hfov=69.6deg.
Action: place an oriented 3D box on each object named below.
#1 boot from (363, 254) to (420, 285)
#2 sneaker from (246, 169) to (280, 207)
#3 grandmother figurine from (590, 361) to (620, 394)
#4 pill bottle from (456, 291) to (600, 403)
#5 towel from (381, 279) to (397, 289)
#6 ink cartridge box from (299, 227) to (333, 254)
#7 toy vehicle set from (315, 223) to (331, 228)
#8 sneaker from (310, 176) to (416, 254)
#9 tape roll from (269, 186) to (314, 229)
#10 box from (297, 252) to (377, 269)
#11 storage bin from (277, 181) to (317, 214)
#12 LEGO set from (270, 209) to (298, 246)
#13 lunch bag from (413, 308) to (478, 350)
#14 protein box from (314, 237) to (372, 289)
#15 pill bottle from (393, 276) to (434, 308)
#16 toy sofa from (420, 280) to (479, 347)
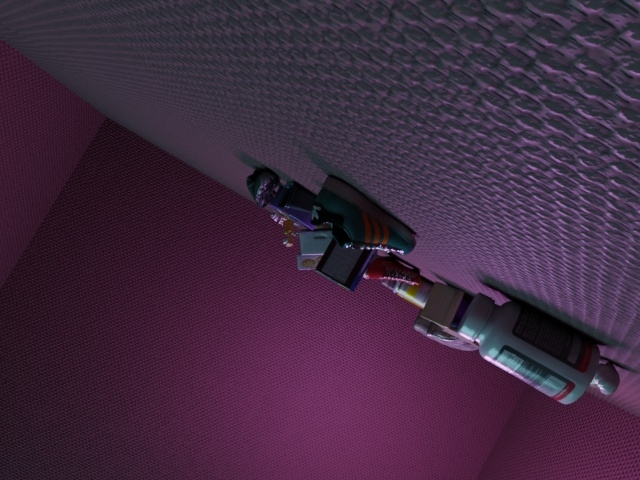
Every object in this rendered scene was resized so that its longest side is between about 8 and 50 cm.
[{"bbox_3d":[0.278,0.124,1.748,0.176,0.089,0.244,26,-162,35],"label":"boot"},{"bbox_3d":[-0.206,-0.183,1.529,0.106,0.101,0.267,50,166,2],"label":"sneaker"},{"bbox_3d":[0.764,0.369,1.440,0.207,0.104,0.342,22,-176,-27],"label":"grandmother figurine"},{"bbox_3d":[0.535,0.271,1.216,0.318,0.176,0.176,29,177,14],"label":"pill bottle"},{"bbox_3d":[0.307,0.151,2.002,0.023,0.113,0.152,12,168,31],"label":"towel"},{"bbox_3d":[0.000,0.000,1.814,0.160,0.093,0.219,-3,-175,1],"label":"ink cartridge box"},{"bbox_3d":[0.022,-0.049,2.160,0.266,0.035,0.166,27,175,45],"label":"toy vehicle set"},{"bbox_3d":[0.097,-0.023,1.072,0.302,0.121,0.108,32,177,-31],"label":"sneaker"},{"bbox_3d":[-0.089,-0.117,1.695,0.189,0.080,0.189,30,178,1],"label":"tape roll"},{"bbox_3d":[0.068,0.073,1.851,0.323,0.067,0.063,-3,-175,-5],"label":"box"},{"bbox_3d":[-0.071,-0.121,1.432,0.091,0.098,0.135,20,180,-16],"label":"storage bin"},{"bbox_3d":[-0.154,-0.081,2.402,0.107,0.132,0.287,25,-157,-40],"label":"LEGO set"},{"bbox_3d":[0.644,0.417,2.238,0.256,0.213,0.305,28,177,41],"label":"lunch bag"},{"bbox_3d":[0.100,0.057,1.597,0.135,0.201,0.200,30,177,12],"label":"protein box"},{"bbox_3d":[0.429,0.222,1.973,0.214,0.117,0.117,29,177,12],"label":"pill bottle"},{"bbox_3d":[0.540,0.292,1.784,0.177,0.150,0.362,22,173,35],"label":"toy sofa"}]
